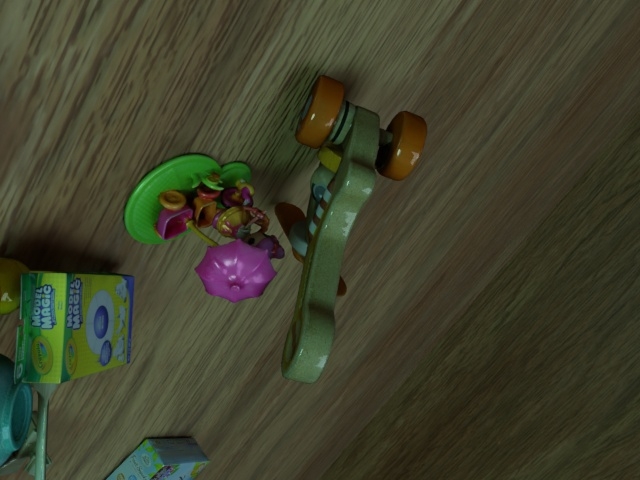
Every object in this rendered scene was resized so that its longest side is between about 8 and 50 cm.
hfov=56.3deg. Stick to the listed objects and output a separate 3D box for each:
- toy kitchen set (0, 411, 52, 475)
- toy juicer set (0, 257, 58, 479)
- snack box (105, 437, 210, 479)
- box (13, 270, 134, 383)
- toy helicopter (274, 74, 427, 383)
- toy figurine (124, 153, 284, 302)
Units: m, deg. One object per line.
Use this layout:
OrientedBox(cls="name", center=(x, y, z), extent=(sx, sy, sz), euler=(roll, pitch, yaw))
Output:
OrientedBox(cls="toy kitchen set", center=(-0.399, 0.278, 0.765), extent=(0.083, 0.068, 0.075), euler=(-52, 154, 14))
OrientedBox(cls="toy juicer set", center=(-0.322, 0.127, 0.567), extent=(0.089, 0.209, 0.329), euler=(2, 158, -8))
OrientedBox(cls="snack box", center=(-0.341, 0.476, 1.154), extent=(0.207, 0.070, 0.174), euler=(-44, 155, 1))
OrientedBox(cls="box", center=(-0.246, 0.083, 0.609), extent=(0.179, 0.043, 0.105), euler=(27, 64, -81))
OrientedBox(cls="toy helicopter", center=(0.000, 0.000, 0.712), extent=(0.235, 0.140, 0.355), euler=(130, -24, -55))
OrientedBox(cls="toy figurine", center=(-0.103, -0.004, 0.674), extent=(0.173, 0.159, 0.130), euler=(-22, 147, -41))
